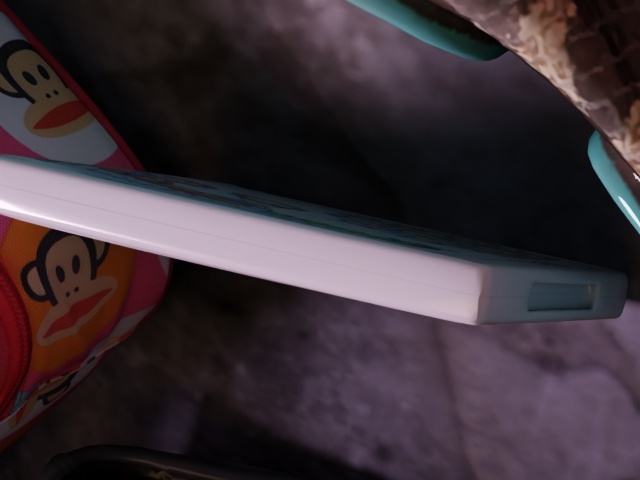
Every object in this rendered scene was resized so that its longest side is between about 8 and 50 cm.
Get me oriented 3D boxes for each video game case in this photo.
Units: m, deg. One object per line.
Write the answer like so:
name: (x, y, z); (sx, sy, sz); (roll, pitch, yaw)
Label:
video game case: (0.000, 0.000, 0.500); (0.157, 0.143, 0.019); (13, 94, 24)

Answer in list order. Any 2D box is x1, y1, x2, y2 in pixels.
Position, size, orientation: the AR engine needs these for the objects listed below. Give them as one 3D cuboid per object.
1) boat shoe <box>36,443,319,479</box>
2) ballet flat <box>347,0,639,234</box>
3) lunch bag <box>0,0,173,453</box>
boat shoe: (0.036, 0.144, 0.563); (0.340, 0.127, 0.113); (18, 136, 33)
ballet flat: (0.092, -0.077, 0.412); (0.483, 0.164, 0.182); (40, 107, -1)
lunch bag: (-0.217, -0.006, 0.641); (0.258, 0.120, 0.293); (50, 131, 4)
